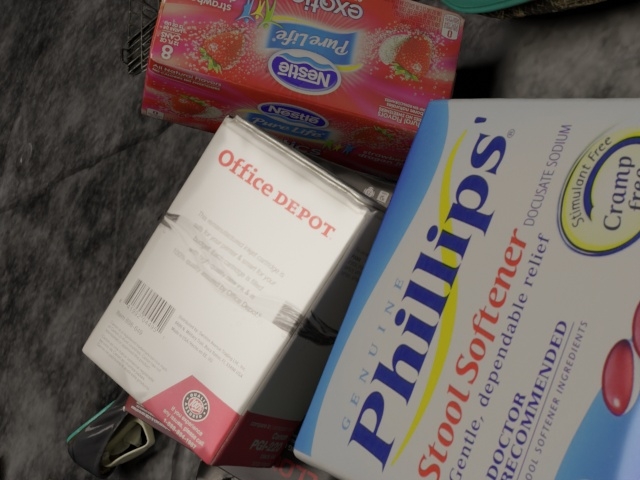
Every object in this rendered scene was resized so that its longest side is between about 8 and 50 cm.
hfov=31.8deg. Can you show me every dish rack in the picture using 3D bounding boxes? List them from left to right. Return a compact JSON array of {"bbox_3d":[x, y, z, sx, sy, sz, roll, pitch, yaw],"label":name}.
[{"bbox_3d":[-0.180,-0.343,1.473,0.208,0.074,0.271,-32,49,38],"label":"dish rack"}]

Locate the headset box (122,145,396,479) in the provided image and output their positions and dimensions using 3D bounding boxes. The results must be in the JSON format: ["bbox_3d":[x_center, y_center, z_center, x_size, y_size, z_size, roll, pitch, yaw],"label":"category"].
[{"bbox_3d":[-0.014,0.086,0.931,0.218,0.110,0.293,24,89,32],"label":"headset box"}]

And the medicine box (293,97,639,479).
[{"bbox_3d":[0.155,0.062,0.674,0.289,0.149,0.263,10,76,55],"label":"medicine box"}]

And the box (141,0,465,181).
[{"bbox_3d":[-0.019,-0.153,0.985,0.128,0.257,0.123,129,154,-71],"label":"box"}]

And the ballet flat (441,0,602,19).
[{"bbox_3d":[0.257,-0.255,0.802,0.182,0.164,0.483,-35,22,-20],"label":"ballet flat"}]

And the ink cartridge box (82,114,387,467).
[{"bbox_3d":[-0.053,0.038,0.847,0.158,0.092,0.218,35,96,31],"label":"ink cartridge box"}]

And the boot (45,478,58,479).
[{"bbox_3d":[-0.315,0.354,1.249,0.084,0.059,0.158,23,87,49],"label":"boot"}]

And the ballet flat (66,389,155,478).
[{"bbox_3d":[-0.186,0.178,1.189,0.203,0.074,0.074,-46,40,14],"label":"ballet flat"}]
